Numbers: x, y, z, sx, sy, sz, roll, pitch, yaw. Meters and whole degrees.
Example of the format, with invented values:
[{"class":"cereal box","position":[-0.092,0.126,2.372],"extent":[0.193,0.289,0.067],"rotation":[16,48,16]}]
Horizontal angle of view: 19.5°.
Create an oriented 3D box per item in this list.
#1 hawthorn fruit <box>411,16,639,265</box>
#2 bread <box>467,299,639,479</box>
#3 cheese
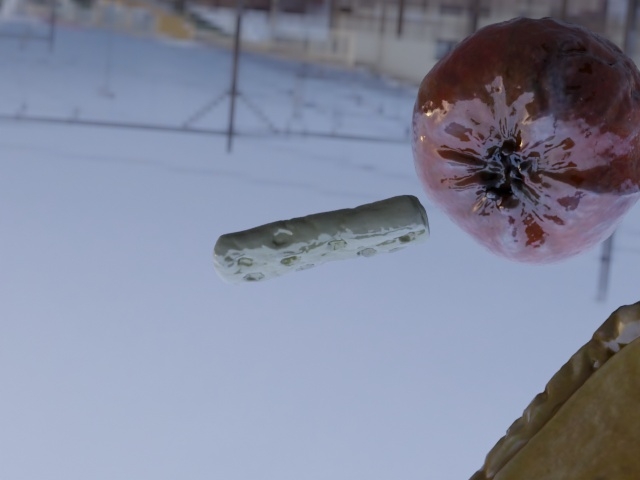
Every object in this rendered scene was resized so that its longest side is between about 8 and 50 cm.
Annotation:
[{"class":"hawthorn fruit","position":[0.222,-0.112,1.802],"extent":[0.242,0.242,0.271],"rotation":[9,-154,26]},{"class":"bread","position":[0.176,0.153,0.852],"extent":[0.142,0.253,0.227],"rotation":[39,-172,-37]},{"class":"cheese","position":[0.000,0.000,1.644],"extent":[0.194,0.043,0.065],"rotation":[-11,162,3]}]
